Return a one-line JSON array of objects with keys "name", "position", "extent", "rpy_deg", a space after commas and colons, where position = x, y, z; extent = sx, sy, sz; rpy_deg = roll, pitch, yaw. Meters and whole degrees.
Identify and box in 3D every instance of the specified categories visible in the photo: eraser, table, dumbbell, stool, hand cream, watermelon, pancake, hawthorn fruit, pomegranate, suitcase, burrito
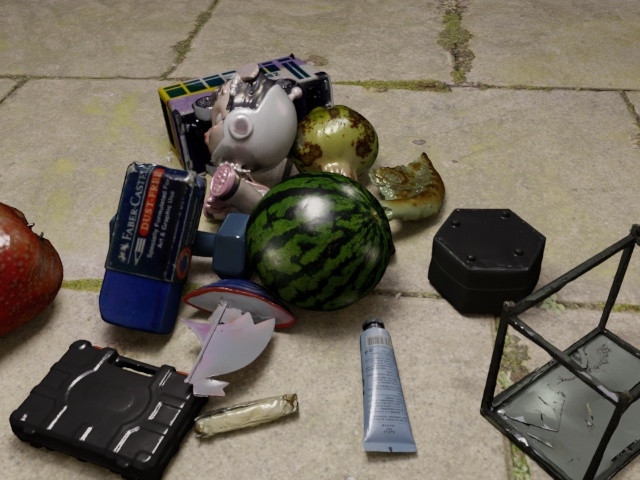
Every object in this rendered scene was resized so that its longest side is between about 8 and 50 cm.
[{"name": "eraser", "position": [-0.336, 0.011, 1.270], "extent": [0.155, 0.101, 0.331], "rpy_deg": [11, 85, 11]}, {"name": "table", "position": [0.471, 0.187, 1.038], "extent": [0.335, 0.272, 0.222], "rpy_deg": [-26, 45, -26]}, {"name": "dumbbell", "position": [-0.294, 0.004, 1.394], "extent": [0.317, 0.156, 0.143], "rpy_deg": [7, 10, 10]}, {"name": "stool", "position": [0.344, 0.038, 1.327], "extent": [0.233, 0.141, 0.232], "rpy_deg": [-1, 39, 1]}, {"name": "hand cream", "position": [0.107, 0.255, 1.144], "extent": [0.091, 0.058, 0.271], "rpy_deg": [6, 42, -9]}, {"name": "watermelon", "position": [0.000, 0.000, 1.284], "extent": [0.286, 0.285, 0.285], "rpy_deg": [-1, 39, 1]}, {"name": "pancake", "position": [0.212, -0.139, 1.569], "extent": [0.198, 0.054, 0.376], "rpy_deg": [21, 31, 7]}, {"name": "hawthorn fruit", "position": [-0.680, 0.090, 1.225], "extent": [0.285, 0.284, 0.368], "rpy_deg": [19, 62, 24]}, {"name": "pomegranate", "position": [0.033, -0.217, 1.598], "extent": [0.222, 0.203, 0.276], "rpy_deg": [-15, 34, 15]}, {"name": "suitcase", "position": [-0.360, 0.288, 1.108], "extent": [0.286, 0.066, 0.206], "rpy_deg": [13, 41, 16]}, {"name": "burrito", "position": [-0.126, 0.301, 1.107], "extent": [0.186, 0.041, 0.045], "rpy_deg": [-10, 82, -11]}]

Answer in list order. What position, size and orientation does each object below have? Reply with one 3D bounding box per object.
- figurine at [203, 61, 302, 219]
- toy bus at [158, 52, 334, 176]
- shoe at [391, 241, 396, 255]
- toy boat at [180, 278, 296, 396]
[{"name": "figurine", "position": [-0.171, -0.214, 1.521], "extent": [0.211, 0.253, 0.360], "rpy_deg": [12, 75, -27]}, {"name": "toy bus", "position": [-0.202, -0.355, 1.780], "extent": [0.440, 0.209, 0.249], "rpy_deg": [-20, 41, -18]}, {"name": "shoe", "position": [0.108, -0.019, 1.474], "extent": [0.077, 0.074, 0.194], "rpy_deg": [-28, 44, -1]}, {"name": "toy boat", "position": [-0.150, 0.169, 1.209], "extent": [0.219, 0.071, 0.318], "rpy_deg": [-2, 29, -14]}]
